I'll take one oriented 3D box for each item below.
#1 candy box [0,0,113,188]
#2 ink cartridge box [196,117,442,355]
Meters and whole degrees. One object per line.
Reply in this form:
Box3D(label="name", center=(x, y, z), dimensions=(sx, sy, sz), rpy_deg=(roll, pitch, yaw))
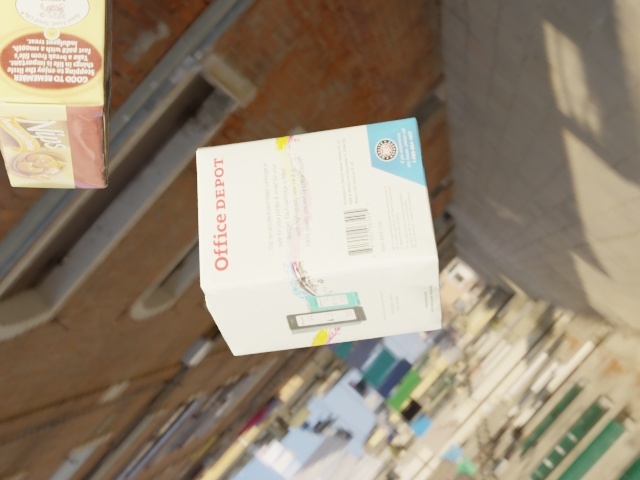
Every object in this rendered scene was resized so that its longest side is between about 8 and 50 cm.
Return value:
Box3D(label="candy box", center=(-0.212, -0.219, 0.899), dimensions=(0.087, 0.317, 0.183), rpy_deg=(1, 163, -9))
Box3D(label="ink cartridge box", center=(0.000, 0.000, 1.350), dimensions=(0.197, 0.270, 0.198), rpy_deg=(76, -172, -60))
